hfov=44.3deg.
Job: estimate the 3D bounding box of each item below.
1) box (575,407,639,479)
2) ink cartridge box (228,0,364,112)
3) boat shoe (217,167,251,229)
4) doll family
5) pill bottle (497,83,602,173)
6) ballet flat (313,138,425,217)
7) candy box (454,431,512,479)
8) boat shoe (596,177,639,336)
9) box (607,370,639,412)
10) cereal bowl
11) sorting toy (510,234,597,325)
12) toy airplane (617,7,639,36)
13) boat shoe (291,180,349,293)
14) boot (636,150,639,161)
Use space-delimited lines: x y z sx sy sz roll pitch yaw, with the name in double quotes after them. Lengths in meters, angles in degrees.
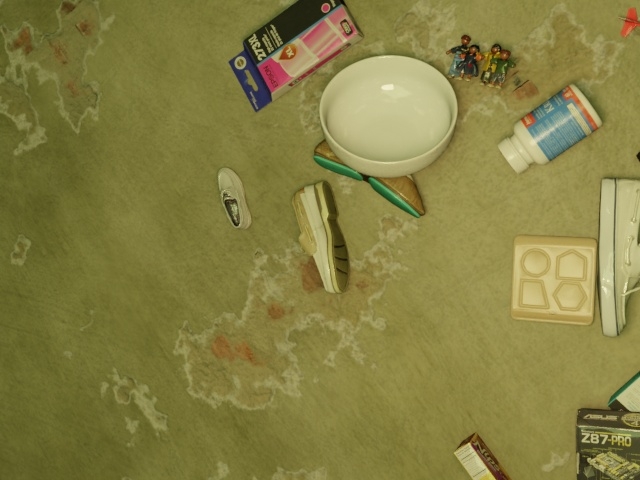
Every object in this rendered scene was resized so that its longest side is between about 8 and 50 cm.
0.777 0.549 1.752 0.395 0.097 0.318 -1 107 22 "box"
-0.080 -0.518 2.111 0.371 0.069 0.175 -32 80 21 "ink cartridge box"
-0.249 -0.117 2.182 0.066 0.063 0.184 -16 86 21 "boat shoe"
0.389 -0.441 1.924 0.193 0.076 0.111 18 103 23 "doll family"
0.533 -0.255 1.845 0.221 0.124 0.124 -36 79 17 "pill bottle"
0.144 -0.187 2.019 0.342 0.116 0.124 30 82 22 "ballet flat"
0.411 0.571 1.923 0.053 0.109 0.186 -39 77 17 "candy box"
0.715 0.039 1.790 0.156 0.136 0.367 1 82 18 "boat shoe"
0.774 0.324 1.776 0.100 0.060 0.244 44 117 13 "box"
0.167 -0.287 1.939 0.339 0.141 0.339 -3 58 4 "cereal bowl"
0.561 0.094 1.894 0.193 0.038 0.208 3 88 21 "sorting toy"
0.758 -0.491 1.804 0.151 0.028 0.151 0 90 21 "toy airplane"
0.000 0.000 2.072 0.103 0.113 0.302 -15 75 22 "boat shoe"
0.831 -0.176 1.768 0.198 0.077 0.137 39 100 2 "boot"
